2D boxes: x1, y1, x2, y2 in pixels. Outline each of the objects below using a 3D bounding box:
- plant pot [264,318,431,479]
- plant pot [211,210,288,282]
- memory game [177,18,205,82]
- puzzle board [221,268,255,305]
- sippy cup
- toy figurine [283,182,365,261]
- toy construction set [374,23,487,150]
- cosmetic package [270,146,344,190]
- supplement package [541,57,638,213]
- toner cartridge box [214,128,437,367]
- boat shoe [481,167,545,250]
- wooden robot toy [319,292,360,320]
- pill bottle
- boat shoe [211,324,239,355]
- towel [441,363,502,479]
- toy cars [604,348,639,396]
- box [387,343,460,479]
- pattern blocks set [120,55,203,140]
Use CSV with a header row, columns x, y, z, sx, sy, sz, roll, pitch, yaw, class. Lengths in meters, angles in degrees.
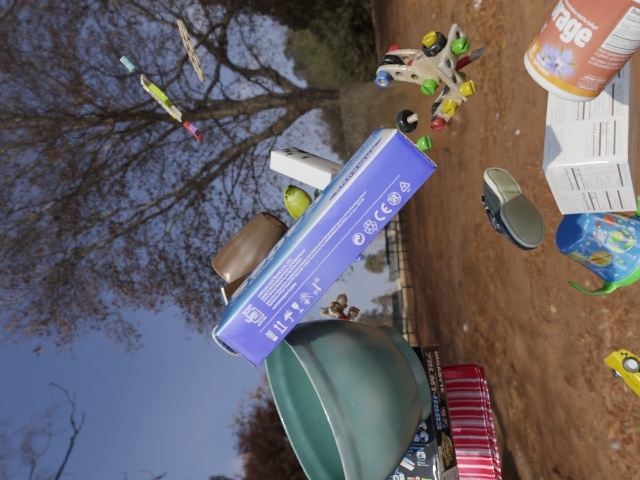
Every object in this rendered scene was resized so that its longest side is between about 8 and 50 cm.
x,y,z,sx,sy,sz,roll,pitch,yaw,class
0.054,0.251,0.845,0.293,0.196,0.293,50,150,44,plant pot
-0.212,0.026,1.729,0.231,0.215,0.215,-57,-4,13,plant pot
-0.379,-0.554,1.517,0.186,0.012,0.186,156,90,-81,memory game
-0.127,0.110,0.892,0.128,0.011,0.097,-32,-74,-69,puzzle board
0.883,-0.002,1.631,0.240,0.223,0.306,117,173,-60,sippy cup
0.065,-0.049,1.636,0.191,0.217,0.363,-49,-54,-30,toy figurine
0.320,-0.424,1.283,0.309,0.237,0.258,-43,-76,-31,toy construction set
-0.031,-0.214,1.528,0.098,0.238,0.061,-26,-49,-43,cosmetic package
0.551,-0.215,1.046,0.204,0.145,0.262,37,-120,-48,supplement package
0.000,0.000,0.724,0.075,0.348,0.165,40,-173,-11,toner cartridge box
0.555,-0.075,1.543,0.340,0.127,0.113,-104,18,-44,boat shoe
0.073,0.207,1.627,0.173,0.076,0.079,13,-75,-42,wooden robot toy
0.371,-0.298,0.664,0.216,0.121,0.121,114,166,-50,pill bottle
-0.206,0.261,1.305,0.183,0.066,0.066,36,-113,-33,boat shoe
0.281,0.411,1.130,0.031,0.198,0.275,4,-104,-53,towel
0.832,0.360,1.167,0.177,0.087,0.393,56,174,-22,toy cars
0.108,0.360,0.995,0.073,0.295,0.294,9,-110,-48,box
-0.519,-0.459,1.700,0.325,0.026,0.285,45,176,-9,pattern blocks set
